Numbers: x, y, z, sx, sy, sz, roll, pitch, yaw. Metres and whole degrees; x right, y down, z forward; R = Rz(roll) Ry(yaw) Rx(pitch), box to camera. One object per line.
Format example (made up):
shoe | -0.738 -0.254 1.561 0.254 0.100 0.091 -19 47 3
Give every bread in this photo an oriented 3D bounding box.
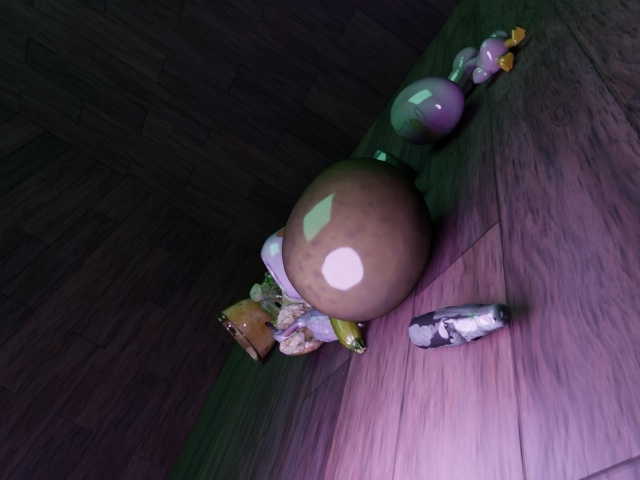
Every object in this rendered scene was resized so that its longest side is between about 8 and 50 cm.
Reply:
bread | -0.049 0.225 1.499 0.192 0.172 0.313 96 178 -52

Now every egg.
egg | 0.321 -0.384 1.466 0.196 0.196 0.271 -59 22 -1

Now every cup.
cup | 0.002 0.014 1.390 0.318 0.212 0.212 -32 3 -11

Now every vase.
vase | 0.204 0.124 0.728 0.059 0.060 0.211 -62 8 -23

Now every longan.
longan | 0.085 0.001 1.088 0.360 0.361 0.361 -57 8 13

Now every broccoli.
broccoli | -0.163 0.222 1.920 0.254 0.269 0.269 -16 35 37

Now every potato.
potato | -0.292 0.373 2.190 0.242 0.285 0.242 -44 -3 -3

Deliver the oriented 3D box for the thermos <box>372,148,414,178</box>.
thermos | 0.166 -0.153 1.611 0.286 0.182 0.145 -57 34 9

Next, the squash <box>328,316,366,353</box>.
squash | 0.051 0.176 1.190 0.066 0.066 0.252 -54 34 31

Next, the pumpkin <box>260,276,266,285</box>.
pumpkin | -0.168 0.209 2.135 0.219 0.162 0.218 -16 45 17

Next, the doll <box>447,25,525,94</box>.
doll | 0.463 -0.520 1.444 0.365 0.095 0.160 -152 86 -83

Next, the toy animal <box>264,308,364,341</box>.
toy animal | 0.003 0.215 1.300 0.324 0.090 0.195 -30 27 7

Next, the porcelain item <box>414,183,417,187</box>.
porcelain item | 0.198 -0.130 1.408 0.114 0.147 0.147 -60 8 -9
